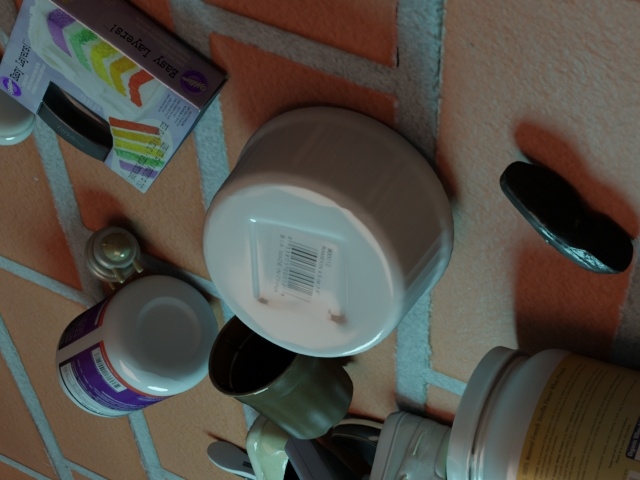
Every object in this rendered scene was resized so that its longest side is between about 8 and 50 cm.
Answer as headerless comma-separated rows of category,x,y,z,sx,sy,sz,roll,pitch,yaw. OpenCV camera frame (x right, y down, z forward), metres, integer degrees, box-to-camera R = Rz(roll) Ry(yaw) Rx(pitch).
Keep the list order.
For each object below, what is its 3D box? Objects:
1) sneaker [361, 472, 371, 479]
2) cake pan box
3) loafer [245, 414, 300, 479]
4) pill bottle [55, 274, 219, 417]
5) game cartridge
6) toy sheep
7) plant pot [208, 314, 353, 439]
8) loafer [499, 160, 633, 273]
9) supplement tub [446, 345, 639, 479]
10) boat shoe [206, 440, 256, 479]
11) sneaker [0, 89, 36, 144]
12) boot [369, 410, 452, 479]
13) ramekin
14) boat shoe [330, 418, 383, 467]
sneaker,0.170,0.451,2.077,0.275,0.110,0.107,30,174,23
cake pan box,-0.264,-0.194,1.621,0.245,0.070,0.267,39,150,-6
loafer,-0.053,0.398,2.248,0.092,0.102,0.268,19,147,32
pill bottle,-0.298,0.173,2.070,0.181,0.181,0.323,41,149,-14
game cartridge,0.058,0.435,2.143,0.297,0.062,0.198,48,179,-33
toy sheep,-0.305,0.023,1.953,0.091,0.091,0.132,38,154,-10
plant pot,-0.045,0.191,1.898,0.167,0.167,0.165,2,146,41
loafer,0.250,-0.018,1.410,0.170,0.062,0.061,41,154,-11
supplement tub,0.330,0.258,1.568,0.316,0.228,0.228,16,146,26
boat shoe,-0.140,0.407,2.394,0.142,0.049,0.040,21,149,14
sneaker,-0.489,-0.237,1.722,0.290,0.106,0.123,39,152,-8
boot,0.133,0.384,1.929,0.123,0.258,0.095,11,178,27
ramekin,0.000,0.000,1.510,0.277,0.135,0.277,14,127,19
boat shoe,0.112,0.337,2.034,0.233,0.079,0.084,20,149,24
